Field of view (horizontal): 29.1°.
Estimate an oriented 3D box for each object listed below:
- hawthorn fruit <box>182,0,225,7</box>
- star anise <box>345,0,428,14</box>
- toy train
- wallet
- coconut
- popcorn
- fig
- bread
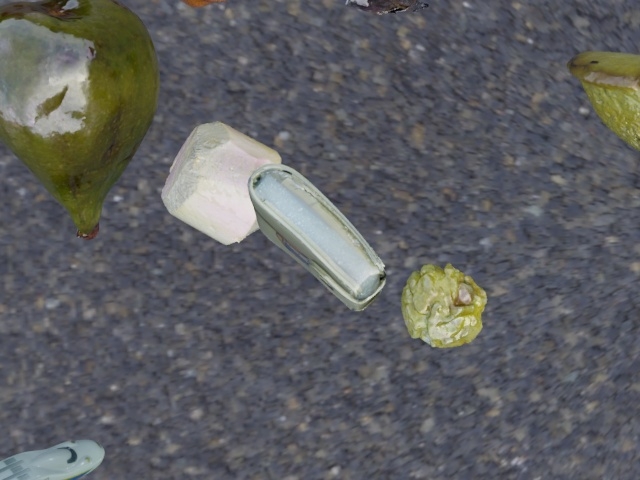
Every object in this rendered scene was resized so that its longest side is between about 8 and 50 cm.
[{"bbox_3d":[-0.184,-0.449,1.857,0.189,0.189,0.189,0,90,21],"label":"hawthorn fruit"},{"bbox_3d":[0.149,-0.404,1.851,0.212,0.283,0.129,-2,112,36],"label":"star anise"},{"bbox_3d":[-0.363,0.291,1.513,0.052,0.234,0.051,43,135,27],"label":"toy train"},{"bbox_3d":[0.000,0.000,0.852,0.110,0.155,0.039,43,85,4],"label":"wallet"},{"bbox_3d":[-0.121,-0.071,1.640,0.153,0.147,0.147,29,102,-14],"label":"coconut"},{"bbox_3d":[0.166,0.091,1.651,0.116,0.106,0.120,-10,115,13],"label":"popcorn"},{"bbox_3d":[-0.193,-0.092,0.887,0.126,0.133,0.185,32,128,3],"label":"fig"},{"bbox_3d":[0.253,-0.085,0.804,0.188,0.149,0.065,12,109,23],"label":"bread"}]
